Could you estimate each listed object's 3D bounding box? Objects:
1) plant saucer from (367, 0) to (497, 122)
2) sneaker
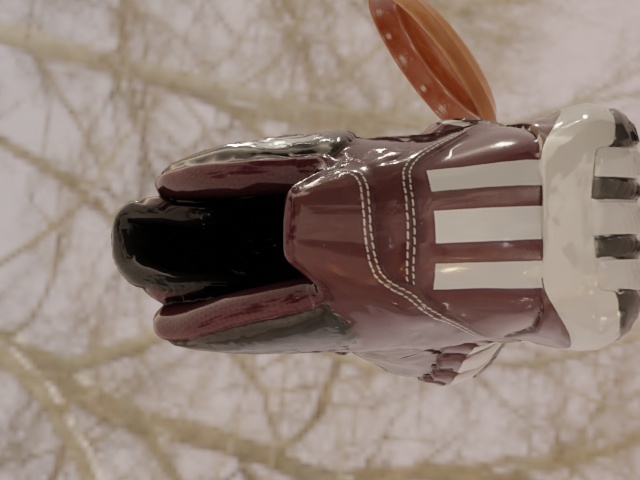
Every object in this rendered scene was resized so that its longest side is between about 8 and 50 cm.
[{"bbox_3d":[0.051,-0.078,0.746,0.013,0.083,0.083,-37,-152,-7],"label":"plant saucer"},{"bbox_3d":[0.000,0.000,0.645,0.281,0.162,0.107,144,-56,-76],"label":"sneaker"}]
